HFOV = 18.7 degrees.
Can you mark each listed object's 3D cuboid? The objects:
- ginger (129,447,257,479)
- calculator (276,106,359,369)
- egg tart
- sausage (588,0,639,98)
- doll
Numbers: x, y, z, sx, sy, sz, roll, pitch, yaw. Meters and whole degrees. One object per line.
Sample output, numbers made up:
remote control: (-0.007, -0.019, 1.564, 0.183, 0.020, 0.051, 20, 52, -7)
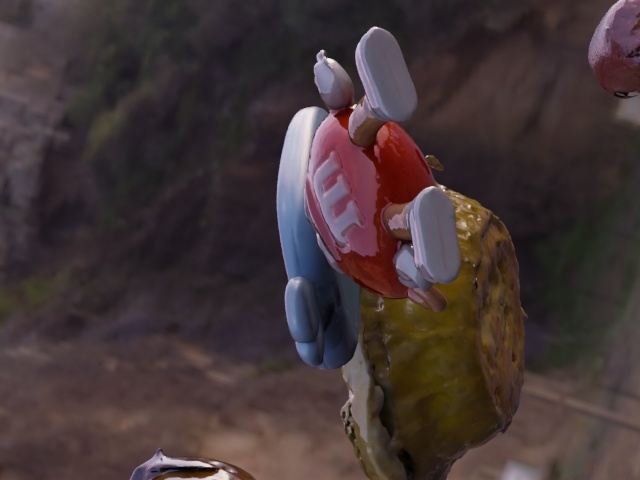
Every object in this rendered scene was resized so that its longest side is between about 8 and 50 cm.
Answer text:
ginger: (-0.131, 0.369, 2.087, 0.223, 0.200, 0.269, -93, 18, -57)
calculator: (0.000, 0.000, 1.646, 0.302, 0.042, 0.188, -88, -13, -59)
egg tart: (0.109, 0.081, 1.958, 0.388, 0.169, 0.387, -7, -90, -73)
sausage: (0.262, -0.164, 1.616, 0.141, 0.076, 0.076, 97, -169, -82)
doll: (0.034, -0.036, 1.240, 0.217, 0.085, 0.183, 132, 120, -80)
